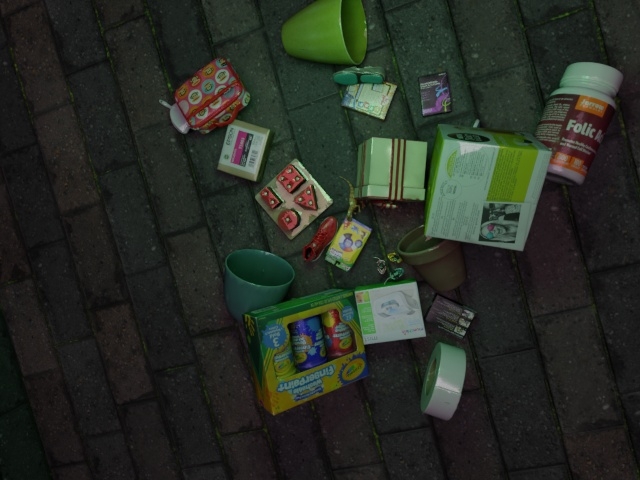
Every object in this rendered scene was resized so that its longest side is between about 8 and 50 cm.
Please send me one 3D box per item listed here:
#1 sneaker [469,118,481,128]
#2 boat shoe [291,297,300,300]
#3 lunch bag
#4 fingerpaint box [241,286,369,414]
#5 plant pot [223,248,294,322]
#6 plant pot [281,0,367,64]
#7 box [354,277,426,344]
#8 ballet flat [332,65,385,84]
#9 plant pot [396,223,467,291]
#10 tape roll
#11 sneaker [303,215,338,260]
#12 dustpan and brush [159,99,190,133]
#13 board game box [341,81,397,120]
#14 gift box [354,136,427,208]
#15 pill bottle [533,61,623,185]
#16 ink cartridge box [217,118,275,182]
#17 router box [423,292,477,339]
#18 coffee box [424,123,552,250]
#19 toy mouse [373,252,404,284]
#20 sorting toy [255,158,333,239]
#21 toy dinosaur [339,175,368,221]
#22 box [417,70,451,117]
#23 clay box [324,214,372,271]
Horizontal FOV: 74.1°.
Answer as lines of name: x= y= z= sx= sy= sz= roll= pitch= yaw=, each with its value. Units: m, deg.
sneaker: x=0.641 y=-0.353 z=1.681 sx=0.163 sy=0.086 sz=0.227 roll=17 pitch=96 yaw=7
boat shoe: x=-0.046 y=0.412 z=1.862 sx=0.112 sy=0.127 sz=0.341 roll=-11 pitch=88 yaw=-21
lunch bag: x=-0.452 y=-0.596 z=1.805 sx=0.293 sy=0.120 sz=0.258 roll=-34 pitch=75 yaw=10
fingerpaint box: x=-0.050 y=0.420 z=1.695 sx=0.444 sy=0.163 sz=0.372 roll=-11 pitch=93 yaw=-29
plant pot: x=-0.280 y=0.212 z=1.809 sx=0.292 sy=0.293 sz=0.235 roll=21 pitch=114 yaw=8
plant pot: x=0.001 y=-0.828 z=1.691 sx=0.293 sy=0.274 sz=0.275 roll=3 pitch=95 yaw=26
box: x=0.291 y=0.296 z=1.783 sx=0.261 sy=0.127 sz=0.231 roll=-9 pitch=91 yaw=10
ballet flat: x=0.158 y=-0.672 z=1.718 sx=0.213 sy=0.072 sz=0.068 roll=5 pitch=66 yaw=10
plant pot: x=0.471 y=0.070 z=1.685 sx=0.262 sy=0.263 sz=0.229 roll=-29 pitch=106 yaw=12
tape roll: x=0.485 y=0.556 z=1.684 sx=0.100 sy=0.286 sz=0.287 roll=17 pitch=98 yaw=8
sneaker: x=0.000 y=0.000 z=1.809 sx=0.086 sy=0.128 sz=0.221 roll=28 pitch=99 yaw=7
dustpan and brush: x=-0.652 y=-0.589 z=1.926 sx=0.211 sy=0.060 sz=0.147 roll=33 pitch=88 yaw=0
board game box: x=0.201 y=-0.599 z=1.763 sx=0.193 sy=0.045 sz=0.147 roll=23 pitch=98 yaw=8
gift box: x=0.288 y=-0.250 z=1.654 sx=0.276 sy=0.255 sz=0.259 roll=5 pitch=94 yaw=-4
pill bottle: x=0.919 y=-0.419 z=1.551 sx=0.223 sy=0.224 sz=0.393 roll=21 pitch=99 yaw=8
ink cartridge box: x=-0.326 y=-0.393 z=1.859 sx=0.193 sy=0.088 sz=0.235 roll=17 pitch=98 yaw=8
router box: x=0.540 y=0.317 z=1.775 sx=0.178 sy=0.046 sz=0.133 roll=25 pitch=99 yaw=8
coffee box: x=0.558 y=-0.205 z=1.504 sx=0.333 sy=0.338 sz=0.339 roll=9 pitch=115 yaw=9
toy mouse: x=0.293 y=0.122 z=1.793 sx=0.160 sy=0.031 sz=0.143 roll=13 pitch=73 yaw=15
sorting toy: x=-0.123 y=-0.178 z=1.837 sx=0.257 sy=0.089 sz=0.255 roll=-41 pitch=87 yaw=11
toy dinosaur: x=0.143 y=-0.183 z=1.790 sx=0.112 sy=0.064 sz=0.212 roll=10 pitch=65 yaw=-22
box: x=0.463 y=-0.594 z=1.723 sx=0.115 sy=0.029 sz=0.162 roll=-8 pitch=92 yaw=11
clay box: x=0.118 y=0.017 z=1.825 sx=0.127 sy=0.053 sz=0.222 roll=28 pitch=99 yaw=4
